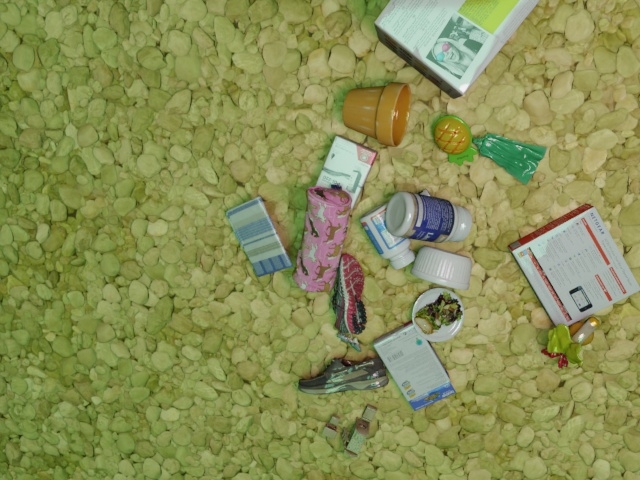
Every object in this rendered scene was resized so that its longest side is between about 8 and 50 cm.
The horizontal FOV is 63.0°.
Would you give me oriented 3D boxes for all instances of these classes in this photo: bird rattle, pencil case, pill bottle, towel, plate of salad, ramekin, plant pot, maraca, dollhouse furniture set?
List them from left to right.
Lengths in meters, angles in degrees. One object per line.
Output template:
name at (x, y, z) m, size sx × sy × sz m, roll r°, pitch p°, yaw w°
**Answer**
towel at (-0.225, -0.012, 1.913) m, size 0.209 × 0.034 × 0.285 m, roll -19°, pitch 100°, yaw 43°
pencil case at (0.000, 0.000, 1.816) m, size 0.159 × 0.167 × 0.387 m, roll 6°, pitch 120°, yaw -7°
dollhouse furniture set at (0.109, 0.718, 2.033) m, size 0.160 × 0.101 × 0.182 m, roll 23°, pitch 104°, yaw 3°
plant pot at (0.182, -0.427, 1.736) m, size 0.187 × 0.205 × 0.205 m, roll 14°, pitch 104°, yaw 21°
pill bottle at (0.241, -0.012, 1.844) m, size 0.124 × 0.124 × 0.222 m, roll -29°, pitch 97°, yaw 13°
pill bottle at (0.365, -0.073, 1.755) m, size 0.264 × 0.153 × 0.153 m, roll 8°, pitch 105°, yaw -23°
plate of salad at (0.432, 0.272, 1.895) m, size 0.199 × 0.048 × 0.200 m, roll 0°, pitch 92°, yaw -7°
ramekin at (0.423, 0.090, 1.803) m, size 0.207 × 0.207 × 0.109 m, roll 16°, pitch 94°, yaw 5°
maraca at (0.452, -0.336, 1.756) m, size 0.127 × 0.099 × 0.186 m, roll -15°, pitch 117°, yaw 42°
bird rattle at (0.871, 0.348, 1.779) m, size 0.207 × 0.253 × 0.143 m, roll -46°, pitch 58°, yaw 5°

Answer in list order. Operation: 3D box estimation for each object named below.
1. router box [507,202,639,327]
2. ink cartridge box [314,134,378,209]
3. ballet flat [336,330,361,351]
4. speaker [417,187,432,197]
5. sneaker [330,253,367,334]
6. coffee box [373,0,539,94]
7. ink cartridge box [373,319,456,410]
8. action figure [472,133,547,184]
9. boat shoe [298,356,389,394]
router box at (0.867, 0.094, 1.795) m, size 0.301 × 0.082 × 0.336 m, roll -30°, pitch 96°, yaw 13°
ink cartridge box at (0.087, -0.239, 1.834) m, size 0.158 × 0.092 × 0.218 m, roll 24°, pitch 107°, yaw 3°
ballet flat at (0.117, 0.381, 1.994) m, size 0.114 × 0.041 × 0.041 m, roll 34°, pitch 105°, yaw -1°
speaker at (0.329, -0.124, 1.842) m, size 0.136 × 0.055 × 0.055 m, roll -34°, pitch 96°, yaw 14°
sneaker at (0.089, 0.198, 1.922) m, size 0.111 × 0.120 × 0.300 m, roll 0°, pitch 95°, yaw 39°
coffee box at (0.395, -0.668, 1.567) m, size 0.334 × 0.338 × 0.338 m, roll 38°, pitch 105°, yaw -1°
ink cartridge box at (0.355, 0.470, 1.964) m, size 0.185 × 0.065 × 0.311 m, roll -30°, pitch 94°, yaw 13°
action figure at (0.620, -0.296, 1.757) m, size 0.232 × 0.063 × 0.137 m, roll 23°, pitch 106°, yaw -1°
boat shoe at (0.084, 0.512, 1.997) m, size 0.354 × 0.132 × 0.131 m, roll -10°, pitch 75°, yaw 15°
